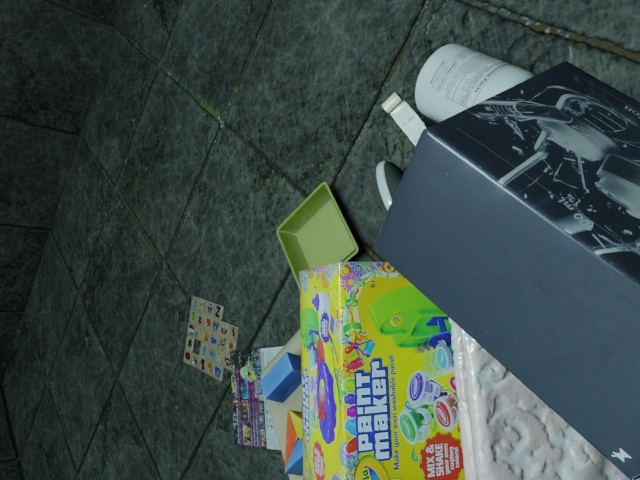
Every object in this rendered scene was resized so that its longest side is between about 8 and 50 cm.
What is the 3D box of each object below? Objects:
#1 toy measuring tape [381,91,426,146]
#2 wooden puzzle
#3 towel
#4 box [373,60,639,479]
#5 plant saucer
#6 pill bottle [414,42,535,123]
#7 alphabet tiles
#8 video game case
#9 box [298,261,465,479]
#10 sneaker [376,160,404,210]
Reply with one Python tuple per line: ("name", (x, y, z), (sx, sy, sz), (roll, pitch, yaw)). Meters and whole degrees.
("toy measuring tape", (0.166, -0.139, 0.797), (0.121, 0.121, 0.330), (-46, 55, 30))
("wooden puzzle", (-0.003, 0.264, 0.943), (0.322, 0.080, 0.348), (-51, 33, 18))
("towel", (0.319, 0.227, 0.590), (0.053, 0.331, 0.317), (150, 118, -71))
("box", (0.298, -0.004, 0.541), (0.343, 0.312, 0.179), (42, 142, 22))
("plant saucer", (0.000, 0.000, 1.106), (0.188, 0.045, 0.188), (-42, 58, 32))
("pill bottle", (0.275, -0.221, 0.807), (0.229, 0.131, 0.131), (43, 114, 38))
("alphabet tiles", (-0.307, 0.273, 1.396), (0.237, 0.009, 0.199), (9, 91, 44))
("video game case", (-0.135, 0.372, 1.192), (0.210, 0.041, 0.232), (-16, 74, 40))
("box", (0.126, 0.178, 0.665), (0.177, 0.278, 0.290), (159, 111, -71))
("sneaker", (0.214, -0.051, 0.872), (0.147, 0.104, 0.296), (-41, 65, 31))
